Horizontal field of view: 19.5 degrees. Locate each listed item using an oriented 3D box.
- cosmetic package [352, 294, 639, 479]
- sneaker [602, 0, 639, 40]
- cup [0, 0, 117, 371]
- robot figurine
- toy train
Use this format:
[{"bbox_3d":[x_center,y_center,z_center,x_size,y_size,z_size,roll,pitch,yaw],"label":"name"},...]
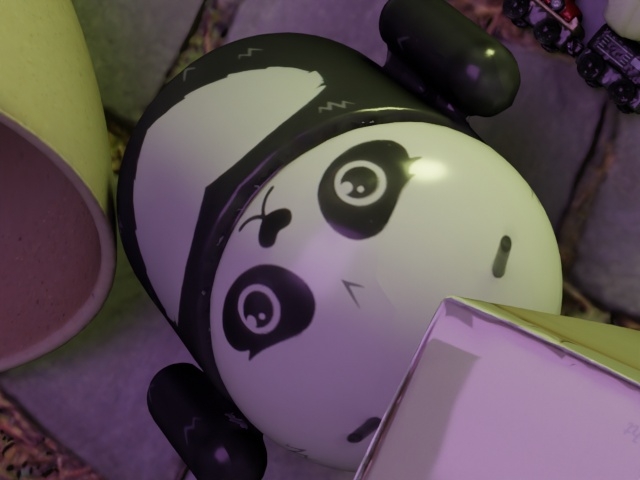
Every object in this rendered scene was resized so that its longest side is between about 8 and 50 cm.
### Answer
[{"bbox_3d":[0.145,0.112,0.784,0.160,0.309,0.113,27,95,23],"label":"cosmetic package"},{"bbox_3d":[0.243,-0.145,0.908,0.212,0.080,0.094,-33,84,15],"label":"sneaker"},{"bbox_3d":[-0.264,-0.101,1.006,0.331,0.331,0.237,-11,56,21],"label":"cup"},{"bbox_3d":[-0.001,-0.003,0.897,0.174,0.278,0.209,-12,115,-18],"label":"robot figurine"},{"bbox_3d":[0.118,-0.125,0.979,0.158,0.027,0.036,43,97,21],"label":"toy train"}]
